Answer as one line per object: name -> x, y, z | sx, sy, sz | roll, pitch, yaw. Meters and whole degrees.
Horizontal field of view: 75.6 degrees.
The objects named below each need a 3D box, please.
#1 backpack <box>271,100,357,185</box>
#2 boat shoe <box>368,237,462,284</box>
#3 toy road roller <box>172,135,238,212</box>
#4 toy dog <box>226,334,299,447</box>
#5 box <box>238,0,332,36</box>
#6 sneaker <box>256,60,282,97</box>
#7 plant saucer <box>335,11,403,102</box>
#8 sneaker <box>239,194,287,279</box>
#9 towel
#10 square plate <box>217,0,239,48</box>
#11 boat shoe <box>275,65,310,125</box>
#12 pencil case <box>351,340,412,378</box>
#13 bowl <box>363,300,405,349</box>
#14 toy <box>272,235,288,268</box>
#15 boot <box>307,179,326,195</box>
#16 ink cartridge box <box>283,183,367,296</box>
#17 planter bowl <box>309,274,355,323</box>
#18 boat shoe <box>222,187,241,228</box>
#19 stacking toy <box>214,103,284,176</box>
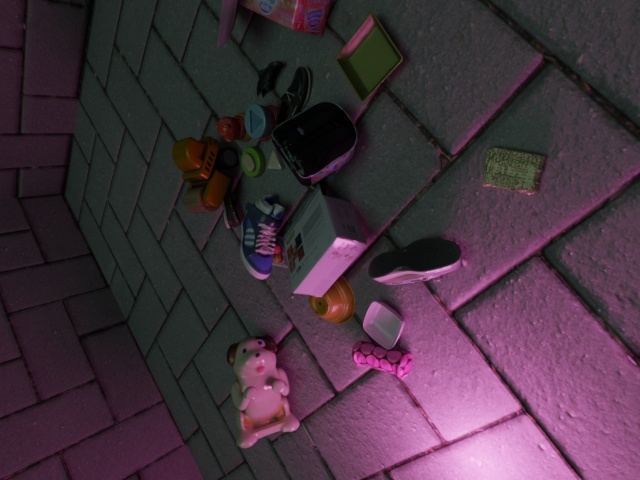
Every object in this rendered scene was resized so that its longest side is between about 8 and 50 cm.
backpack -> -0.007, -0.324, 1.372 | 0.253, 0.191, 0.225 | -35, 82, 0
boat shoe -> 0.299, 0.078, 1.286 | 0.320, 0.103, 0.118 | -20, 48, 41
toy road roller -> -0.536, -0.303, 1.807 | 0.202, 0.240, 0.330 | -1, 69, 43
toy dog -> -0.275, 0.638, 1.884 | 0.395, 0.284, 0.409 | -142, 44, -76
box -> -0.121, -0.819, 1.395 | 0.299, 0.154, 0.142 | 39, 124, 28
sneaker -> -0.196, -0.620, 1.591 | 0.170, 0.051, 0.089 | -3, 99, 48
plant saucer -> 0.156, -0.561, 1.278 | 0.188, 0.045, 0.189 | -39, 73, 42
sneaker -> -0.219, -0.035, 1.662 | 0.236, 0.130, 0.323 | -45, 45, 34
towel -> 0.498, -0.184, 1.072 | 0.148, 0.027, 0.110 | 20, 113, 39
square plate -> -0.301, -0.920, 1.462 | 0.347, 0.049, 0.345 | 121, 155, -52
boat shoe -> -0.101, -0.519, 1.509 | 0.084, 0.079, 0.233 | 44, 126, 28
pencil case -> 0.216, 0.421, 1.453 | 0.209, 0.095, 0.098 | 5, 87, 41
bowl -> 0.225, 0.287, 1.434 | 0.142, 0.053, 0.142 | 36, 123, 30
toy -> -0.180, 0.052, 1.749 | 0.237, 0.056, 0.137 | 7, 104, 42
boot -> -0.021, -0.266, 1.498 | 0.106, 0.082, 0.219 | -42, 70, 44
ink cartridge box -> 0.000, 0.000, 1.482 | 0.310, 0.129, 0.272 | -52, 39, 36
planter bowl -> 0.023, 0.231, 1.583 | 0.217, 0.090, 0.218 | 14, 111, 41
boat shoe -> -0.415, -0.170, 1.903 | 0.068, 0.081, 0.228 | -12, 79, 0
stacking toy -> -0.290, -0.401, 1.679 | 0.308, 0.130, 0.280 | -2, 99, 44
